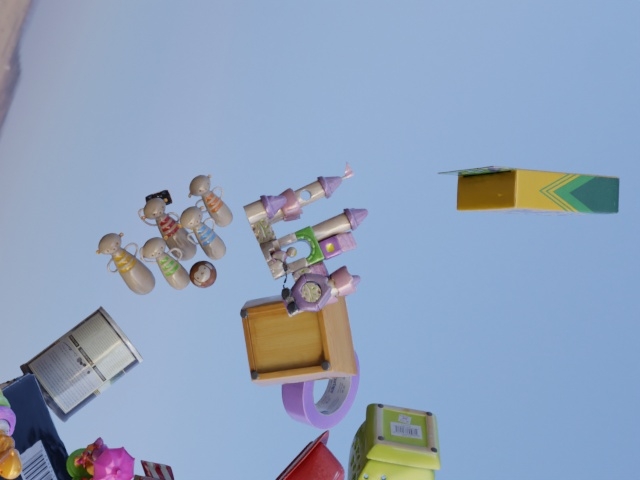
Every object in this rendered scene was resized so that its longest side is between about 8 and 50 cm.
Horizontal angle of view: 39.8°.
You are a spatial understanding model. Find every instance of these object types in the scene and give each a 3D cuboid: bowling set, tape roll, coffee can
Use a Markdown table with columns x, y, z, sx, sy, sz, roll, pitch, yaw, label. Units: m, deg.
| x | y | z | sx | sy | sz | roll | pitch | yaw | label |
| --- | --- | --- | --- | --- | --- | --- | --- | --- | --- |
| -0.272 | -0.004 | 1.736 | 0.287 | 0.154 | 0.199 | -44 | -146 | -16 | bowling set |
| 0.004 | 0.429 | 2.684 | 0.090 | 0.274 | 0.275 | 9 | -104 | 38 | tape roll |
| -0.668 | 0.346 | 2.482 | 0.275 | 0.202 | 0.201 | -38 | -164 | -15 | coffee can |

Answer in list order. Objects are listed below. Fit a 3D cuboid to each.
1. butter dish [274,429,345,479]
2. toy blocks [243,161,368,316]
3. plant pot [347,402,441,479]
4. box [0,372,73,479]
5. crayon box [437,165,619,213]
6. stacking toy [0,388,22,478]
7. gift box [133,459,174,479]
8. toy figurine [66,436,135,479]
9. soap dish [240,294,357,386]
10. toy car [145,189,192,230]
| x | y | z | sx | sy | sz | roll | pitch | yaw | label |
| --- | --- | --- | --- | --- | --- | --- | --- | --- | --- |
| -0.009 | 0.441 | 1.544 | 0.160 | 0.118 | 0.160 | -41 | 158 | -33 | butter dish |
| 0.000 | 0.000 | 1.951 | 0.309 | 0.260 | 0.289 | 104 | -37 | -83 | toy blocks |
| 0.202 | 0.569 | 2.331 | 0.227 | 0.228 | 0.207 | -83 | -175 | -59 | plant pot |
| -0.833 | 0.627 | 2.025 | 0.471 | 0.480 | 0.297 | -20 | -175 | 13 | box |
| 0.432 | -0.099 | 1.848 | 0.203 | 0.322 | 0.083 | -179 | -88 | -64 | crayon box |
| -0.633 | 0.329 | 1.634 | 0.301 | 0.165 | 0.175 | 38 | -58 | 30 | stacking toy |
| -0.278 | 0.581 | 1.717 | 0.258 | 0.276 | 0.255 | -19 | -130 | 62 | gift box |
| -0.406 | 0.428 | 1.659 | 0.173 | 0.130 | 0.159 | 55 | -42 | 25 | toy figurine |
| -0.063 | 0.244 | 2.221 | 0.290 | 0.118 | 0.229 | -12 | -96 | 29 | soap dish |
| -0.334 | -0.063 | 1.964 | 0.060 | 0.122 | 0.040 | -34 | -165 | 7 | toy car |
